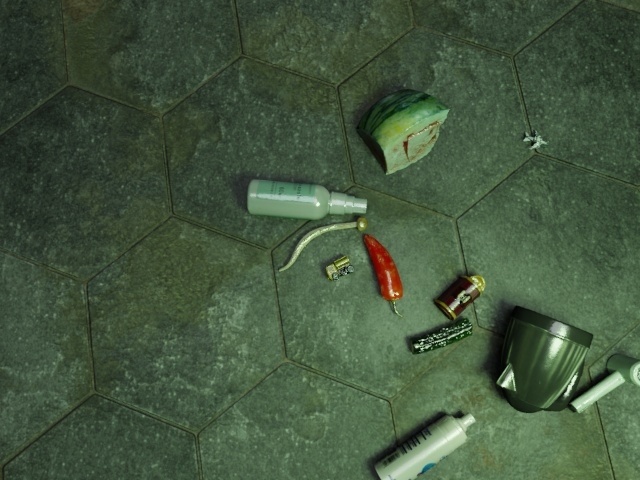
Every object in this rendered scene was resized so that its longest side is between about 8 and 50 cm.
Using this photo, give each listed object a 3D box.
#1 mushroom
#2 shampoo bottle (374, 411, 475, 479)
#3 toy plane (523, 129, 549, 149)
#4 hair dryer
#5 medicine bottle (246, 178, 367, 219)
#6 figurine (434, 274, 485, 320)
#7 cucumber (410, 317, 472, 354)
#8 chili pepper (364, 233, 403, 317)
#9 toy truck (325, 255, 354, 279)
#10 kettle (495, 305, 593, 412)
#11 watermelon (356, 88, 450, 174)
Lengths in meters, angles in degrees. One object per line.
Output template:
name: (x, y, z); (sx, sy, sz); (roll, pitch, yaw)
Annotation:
mushroom: (0.000, -0.002, 1.429); (0.307, 0.043, 0.068); (-25, 57, -1)
shampoo bottle: (0.298, 0.576, 1.302); (0.303, 0.092, 0.092); (-33, 82, -4)
toy plane: (0.673, -0.308, 1.457); (0.083, 0.031, 0.078); (21, 69, 7)
hair dryer: (0.792, 0.404, 1.300); (0.237, 0.131, 0.073); (-32, 83, 2)
medicine bottle: (-0.038, -0.117, 1.407); (0.352, 0.110, 0.110); (4, 81, 2)
figurine: (0.414, 0.155, 1.361); (0.154, 0.098, 0.082); (-43, 79, -2)
cucumber: (0.350, 0.282, 1.363); (0.187, 0.058, 0.058); (-21, 81, -1)
chili pepper: (0.196, 0.099, 1.395); (0.071, 0.063, 0.272); (-16, 78, -13)
toy truck: (0.055, 0.087, 1.405); (0.083, 0.049, 0.054); (-27, 80, -3)
kettle: (0.599, 0.343, 1.299); (0.207, 0.251, 0.271); (22, 89, 35)
watermelon: (0.248, -0.337, 1.435); (0.213, 0.201, 0.261); (-32, 39, -2)
